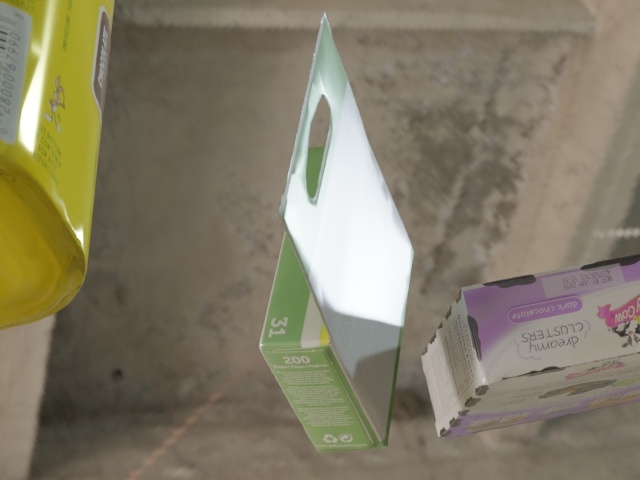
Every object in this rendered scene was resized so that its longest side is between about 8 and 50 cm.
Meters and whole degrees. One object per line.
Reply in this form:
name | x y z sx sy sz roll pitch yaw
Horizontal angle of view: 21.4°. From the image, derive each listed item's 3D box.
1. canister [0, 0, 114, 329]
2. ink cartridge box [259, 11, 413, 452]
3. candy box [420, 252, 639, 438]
canister | -0.109 -0.057 0.413 0.126 0.170 0.073 -11 -40 13
ink cartridge box | 0.000 0.000 1.066 0.056 0.171 0.235 -5 -41 19
candy box | 0.168 0.075 1.184 0.165 0.070 0.196 -10 -16 -8
